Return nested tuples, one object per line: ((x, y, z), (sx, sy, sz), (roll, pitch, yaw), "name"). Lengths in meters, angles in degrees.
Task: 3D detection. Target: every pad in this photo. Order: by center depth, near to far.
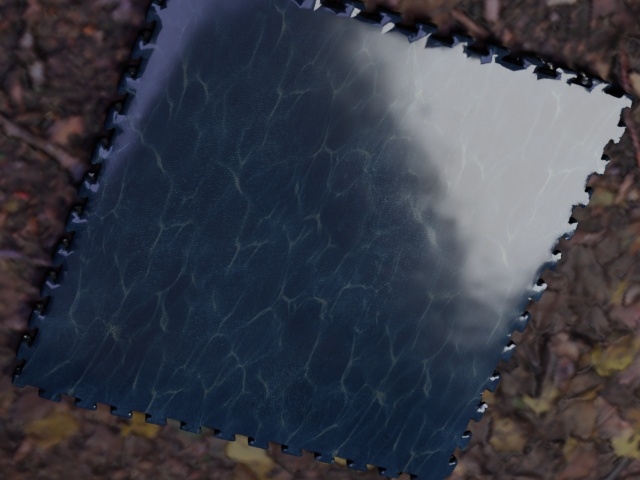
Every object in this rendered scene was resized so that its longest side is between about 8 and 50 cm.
((0.000, 0.000, 1.039), (0.269, 0.012, 0.269), (14, 115, -19), "pad")
